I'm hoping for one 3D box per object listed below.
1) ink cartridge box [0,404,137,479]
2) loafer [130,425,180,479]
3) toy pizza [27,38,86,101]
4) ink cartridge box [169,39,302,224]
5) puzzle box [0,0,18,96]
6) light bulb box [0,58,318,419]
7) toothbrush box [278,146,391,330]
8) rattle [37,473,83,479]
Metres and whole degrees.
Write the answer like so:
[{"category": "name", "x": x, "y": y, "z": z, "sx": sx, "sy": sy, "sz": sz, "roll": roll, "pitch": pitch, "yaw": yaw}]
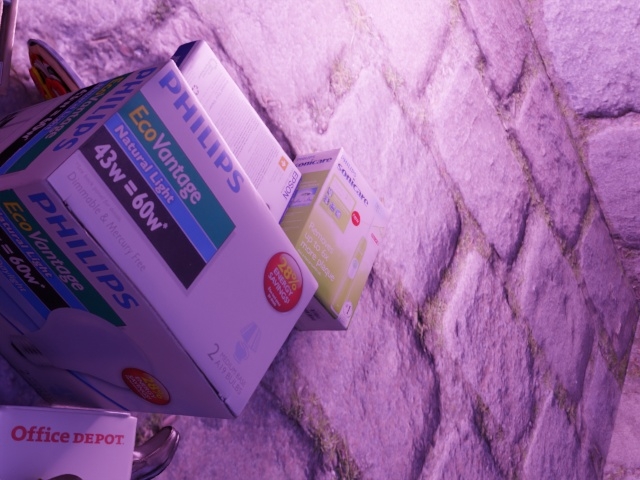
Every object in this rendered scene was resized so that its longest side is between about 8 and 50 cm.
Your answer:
[{"category": "ink cartridge box", "x": -0.362, "y": 0.355, "z": 0.993, "sx": 0.211, "sy": 0.121, "sz": 0.289, "roll": 20, "pitch": 70, "yaw": -48}, {"category": "loafer", "x": -0.272, "y": 0.326, "z": 1.163, "sx": 0.170, "sy": 0.062, "sz": 0.061, "roll": -47, "pitch": 116, "yaw": -45}, {"category": "toy pizza", "x": -0.333, "y": -0.175, "z": 1.056, "sx": 0.032, "sy": 0.201, "sz": 0.201, "roll": -39, "pitch": 118, "yaw": -19}, {"category": "ink cartridge box", "x": -0.191, "y": -0.102, "z": 1.316, "sx": 0.330, "sy": 0.071, "sz": 0.324, "roll": 54, "pitch": 47, "yaw": -37}, {"category": "puzzle box", "x": -0.544, "y": -0.352, "z": 0.916, "sx": 0.408, "sy": 0.052, "sz": 0.272, "roll": 15, "pitch": 73, "yaw": -50}, {"category": "light bulb box", "x": -0.263, "y": 0.017, "z": 0.972, "sx": 0.358, "sy": 0.361, "sz": 0.225, "roll": 58, "pitch": 45, "yaw": -29}, {"category": "toothbrush box", "x": 0.000, "y": 0.000, "z": 1.499, "sx": 0.206, "sy": 0.122, "sz": 0.283, "roll": 51, "pitch": 47, "yaw": -35}, {"category": "rattle", "x": -0.267, "y": 0.342, "z": 0.855, "sx": 0.130, "sy": 0.199, "sz": 0.143, "roll": -30, "pitch": 108, "yaw": -47}]
